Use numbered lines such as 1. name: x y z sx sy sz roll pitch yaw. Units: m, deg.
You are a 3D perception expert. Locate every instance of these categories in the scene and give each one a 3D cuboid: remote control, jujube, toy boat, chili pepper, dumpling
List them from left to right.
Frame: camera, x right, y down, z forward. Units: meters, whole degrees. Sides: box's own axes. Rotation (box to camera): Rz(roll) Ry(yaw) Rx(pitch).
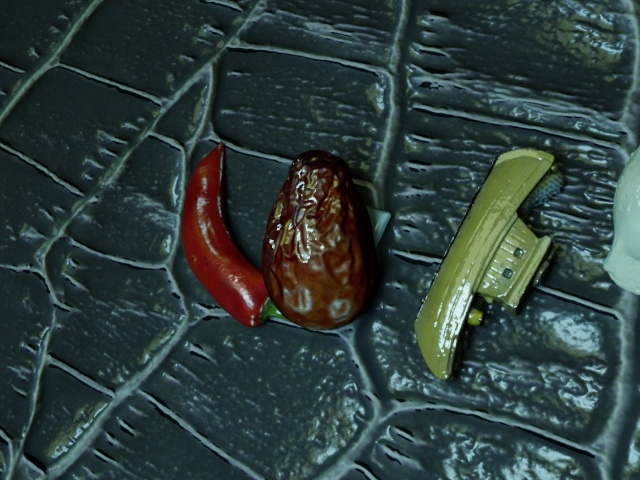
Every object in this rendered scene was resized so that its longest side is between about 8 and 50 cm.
1. chili pepper: -0.137 0.004 1.299 0.137 0.092 0.368 -29 64 -3
2. jujube: 0.000 0.000 1.159 0.168 0.168 0.237 9 107 28
3. remote control: 0.023 -0.039 1.266 0.166 0.029 0.065 21 83 31
4. toy boat: 0.226 0.034 1.108 0.121 0.089 0.321 26 84 19
5. dumpling: 0.433 -0.043 1.017 0.166 0.126 0.216 20 78 14
